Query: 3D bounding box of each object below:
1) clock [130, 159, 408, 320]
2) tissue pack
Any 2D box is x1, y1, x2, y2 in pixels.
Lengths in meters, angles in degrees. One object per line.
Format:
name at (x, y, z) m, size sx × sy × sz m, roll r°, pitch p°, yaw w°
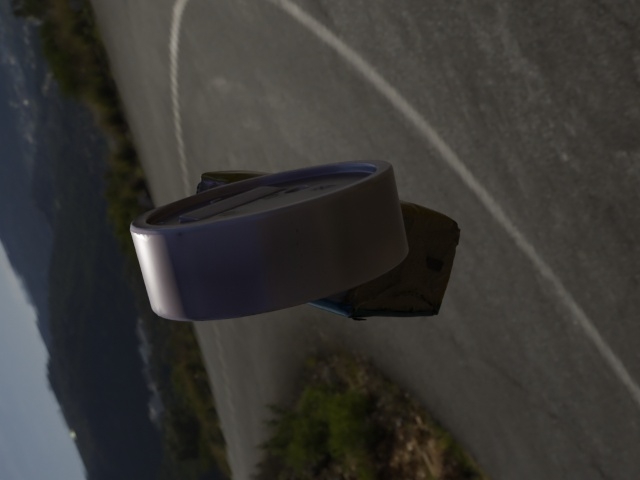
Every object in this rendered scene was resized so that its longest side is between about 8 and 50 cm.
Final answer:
clock at (-0.036, -0.004, 0.781) m, size 0.197 × 0.196 × 0.068 m, roll -157°, pitch 53°, yaw -72°
tissue pack at (0.000, 0.000, 1.236) m, size 0.270 × 0.192 × 0.134 m, roll 15°, pitch 97°, yaw 37°
